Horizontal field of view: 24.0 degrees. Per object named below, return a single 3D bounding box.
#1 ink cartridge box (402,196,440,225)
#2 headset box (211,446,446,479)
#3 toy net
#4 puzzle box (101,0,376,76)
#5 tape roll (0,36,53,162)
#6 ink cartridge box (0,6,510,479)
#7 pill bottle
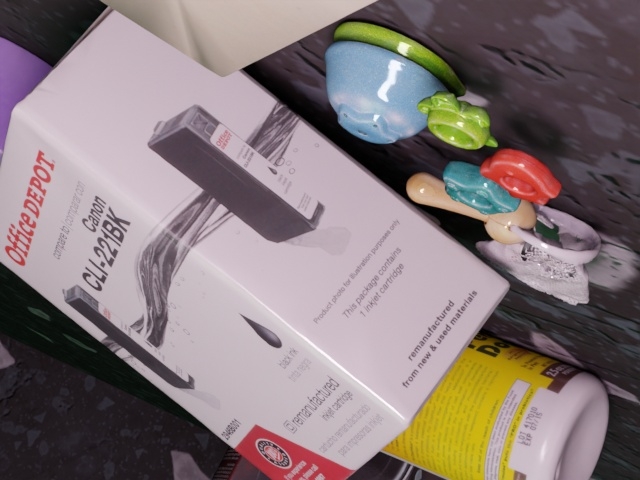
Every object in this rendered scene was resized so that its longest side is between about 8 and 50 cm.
[{"bbox_3d":[0.000,0.000,1.031,0.104,0.061,0.181,30,166,-10],"label":"ink cartridge box"},{"bbox_3d":[0.021,0.230,1.350,0.218,0.293,0.110,30,167,-6],"label":"headset box"},{"bbox_3d":[0.097,-0.031,0.779,0.122,0.045,0.232,11,161,45],"label":"toy net"},{"bbox_3d":[-0.150,-0.210,0.564,0.409,0.052,0.272,32,166,-18],"label":"puzzle box"},{"bbox_3d":[-0.250,-0.069,1.122,0.189,0.080,0.189,21,150,13],"label":"tape roll"},{"bbox_3d":[-0.056,0.012,0.889,0.273,0.114,0.197,39,152,2],"label":"ink cartridge box"},{"bbox_3d":[0.107,0.127,1.180,0.215,0.117,0.117,19,164,29],"label":"pill bottle"}]
